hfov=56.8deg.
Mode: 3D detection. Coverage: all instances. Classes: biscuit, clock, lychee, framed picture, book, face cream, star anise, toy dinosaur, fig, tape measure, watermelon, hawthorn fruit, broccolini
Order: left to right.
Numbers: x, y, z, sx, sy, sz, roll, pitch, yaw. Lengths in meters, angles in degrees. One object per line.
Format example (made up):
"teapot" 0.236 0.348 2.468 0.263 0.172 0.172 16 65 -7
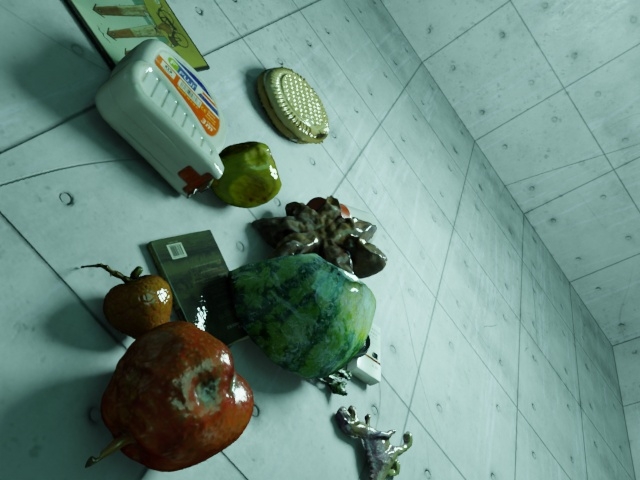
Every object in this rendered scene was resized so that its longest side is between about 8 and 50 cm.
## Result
"lychee" -0.294 0.094 0.930 0.101 0.114 0.140 -113 178 -61
"framed picture" -0.403 -0.470 1.327 0.244 0.013 0.324 56 31 -6
"hawthorn fruit" -0.224 0.241 0.837 0.243 0.207 0.208 -38 97 -46
"tape measure" -0.304 -0.247 1.178 0.258 0.130 0.265 45 29 -30
"book" -0.219 0.094 1.112 0.160 0.024 0.228 -14 77 -58
"fig" -0.166 -0.139 1.272 0.154 0.144 0.165 43 41 12
"biscuit" -0.072 -0.378 1.661 0.259 0.079 0.259 36 38 -35
"watermelon" -0.037 0.141 1.169 0.305 0.180 0.224 30 83 -30
"broccolini" -0.030 0.218 1.263 0.271 0.062 0.123 42 27 -23
"star anise" -0.004 0.012 1.330 0.315 0.108 0.315 11 41 -10
"face cream" 0.054 -0.047 1.554 0.214 0.095 0.096 15 53 -50
"clock" 0.075 0.236 1.377 0.085 0.017 0.085 4 46 -4
"toy dinosaur" 0.112 0.477 1.253 0.199 0.072 0.252 13 66 -38

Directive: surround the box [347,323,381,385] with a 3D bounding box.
"box" 0.105 0.261 1.424 0.084 0.040 0.154 40 36 -30
